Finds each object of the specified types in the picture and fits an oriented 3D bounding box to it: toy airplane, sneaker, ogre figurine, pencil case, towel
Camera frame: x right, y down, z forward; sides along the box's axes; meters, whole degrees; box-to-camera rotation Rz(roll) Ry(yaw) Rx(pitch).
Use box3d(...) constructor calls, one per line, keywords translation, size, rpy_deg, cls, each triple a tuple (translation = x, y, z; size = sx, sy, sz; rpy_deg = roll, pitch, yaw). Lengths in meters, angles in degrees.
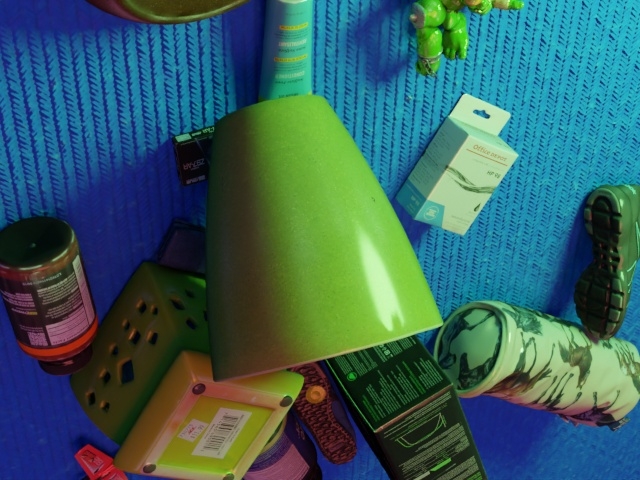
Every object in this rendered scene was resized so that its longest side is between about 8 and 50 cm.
box3d(translation=(-0.302, 0.325, 1.531), size=(0.151, 0.028, 0.151), rpy_deg=(-16, 132, -19), cls="toy airplane")
box3d(translation=(0.484, 0.035, 1.670), size=(0.106, 0.101, 0.267), rpy_deg=(-15, 117, -35), cls="sneaker")
box3d(translation=(-0.004, 0.255, 1.626), size=(0.069, 0.082, 0.209), rpy_deg=(-24, 115, 2), cls="sneaker")
box3d(translation=(0.175, -0.298, 1.266), size=(0.197, 0.096, 0.118), rpy_deg=(-31, 154, 17), cls="ogre figurine")
box3d(translation=(0.365, 0.215, 1.724), size=(0.410, 0.160, 0.183), rpy_deg=(18, 104, -38), cls="pencil case")
box3d(translation=(-0.155, 0.013, 1.367), size=(0.119, 0.029, 0.067), rpy_deg=(14, 117, -37), cls="towel")

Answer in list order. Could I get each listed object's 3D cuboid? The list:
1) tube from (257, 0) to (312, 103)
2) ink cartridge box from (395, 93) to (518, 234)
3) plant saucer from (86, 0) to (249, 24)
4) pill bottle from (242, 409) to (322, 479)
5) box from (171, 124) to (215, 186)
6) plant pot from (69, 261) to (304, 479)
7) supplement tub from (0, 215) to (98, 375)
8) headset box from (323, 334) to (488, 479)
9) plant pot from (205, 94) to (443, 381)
box3d(translation=(-0.041, -0.211, 1.246), size=(0.080, 0.052, 0.207), rpy_deg=(-6, 135, -11), cls="tube")
box3d(translation=(0.200, -0.104, 1.449), size=(0.104, 0.060, 0.180), rpy_deg=(16, 116, -36), cls="ink cartridge box")
box3d(translation=(-0.105, -0.311, 1.026), size=(0.311, 0.050, 0.310), rpy_deg=(-25, 163, -8), cls="plant saucer")
box3d(translation=(-0.078, 0.323, 1.588), size=(0.123, 0.123, 0.219), rpy_deg=(-32, 134, -3), cls="pill bottle")
box3d(translation=(-0.140, -0.108, 1.286), size=(0.083, 0.018, 0.067), rpy_deg=(-17, 131, -17), cls="box")
box3d(translation=(-0.169, 0.192, 1.378), size=(0.227, 0.207, 0.228), rpy_deg=(18, 113, -37), cls="plant pot")
box3d(translation=(-0.333, 0.074, 1.264), size=(0.106, 0.106, 0.197), rpy_deg=(-17, 132, -16), cls="supplement tub")
box3d(translation=(0.116, 0.246, 1.552), size=(0.131, 0.246, 0.283), rpy_deg=(-30, 135, -6), cls="headset box")
box3d(translation=(-0.026, -0.011, 1.207), size=(0.275, 0.275, 0.293), rpy_deg=(-13, 86, -20), cls="plant pot")
